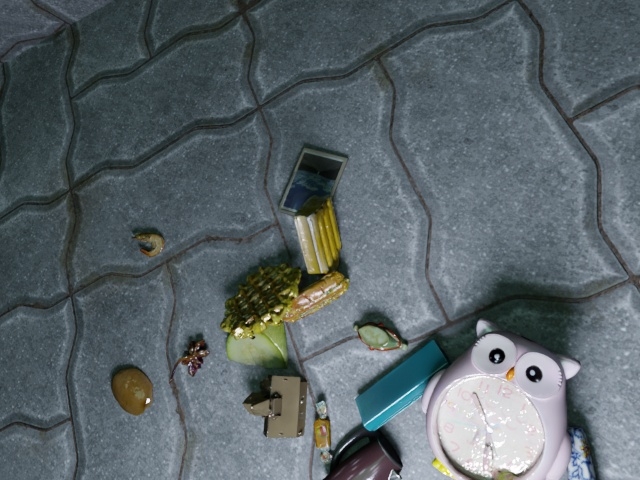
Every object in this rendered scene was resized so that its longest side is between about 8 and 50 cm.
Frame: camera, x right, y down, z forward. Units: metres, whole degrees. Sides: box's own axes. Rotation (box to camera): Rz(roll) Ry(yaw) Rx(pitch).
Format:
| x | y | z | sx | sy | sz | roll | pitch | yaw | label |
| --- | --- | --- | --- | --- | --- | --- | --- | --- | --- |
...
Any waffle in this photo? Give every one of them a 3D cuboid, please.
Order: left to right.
| x | y | z | sx | sy | sz | roll | pitch | yaw | label |
| --- | --- | --- | --- | --- | --- | --- | --- | --- | --- |
| -0.196 | 0.197 | 1.655 | 0.324 | 0.068 | 0.302 | -19 | 34 | 36 | waffle |

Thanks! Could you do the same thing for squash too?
| x | y | z | sx | sy | sz | roll | pitch | yaw | label |
| --- | --- | --- | --- | --- | --- | --- | --- | --- | --- |
| -0.202 | 0.306 | 1.740 | 0.236 | 0.155 | 0.204 | 1 | 112 | 22 | squash |

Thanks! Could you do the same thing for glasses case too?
| x | y | z | sx | sy | sz | roll | pitch | yaw | label |
| --- | --- | --- | --- | --- | --- | --- | --- | --- | --- |
| 0.243 | 0.423 | 1.462 | 0.301 | 0.070 | 0.117 | -38 | 24 | 9 | glasses case |
| 0.641 | 0.586 | 1.244 | 0.065 | 0.086 | 0.248 | -11 | 71 | 34 | glasses case |

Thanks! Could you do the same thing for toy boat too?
| x | y | z | sx | sy | sz | roll | pitch | yaw | label |
| --- | --- | --- | --- | --- | --- | --- | --- | --- | --- |
| 0.174 | 0.293 | 1.546 | 0.184 | 0.071 | 0.089 | 18 | 84 | 28 | toy boat |

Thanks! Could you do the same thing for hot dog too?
| x | y | z | sx | sy | sz | roll | pitch | yaw | label |
| --- | --- | --- | --- | --- | --- | --- | --- | --- | --- |
| -0.024 | 0.184 | 1.640 | 0.268 | 0.115 | 0.072 | -32 | 46 | 15 | hot dog |

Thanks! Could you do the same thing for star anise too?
| x | y | z | sx | sy | sz | roll | pitch | yaw | label |
| --- | --- | --- | --- | --- | --- | --- | --- | --- | --- |
| -0.468 | 0.431 | 1.792 | 0.097 | 0.070 | 0.191 | 34 | 92 | 26 | star anise |

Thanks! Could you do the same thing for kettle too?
| x | y | z | sx | sy | sz | roll | pitch | yaw | label |
| --- | --- | --- | --- | --- | --- | --- | --- | --- | --- |
| 0.115 | 0.657 | 1.444 | 0.232 | 0.144 | 0.202 | -42 | 32 | 0 | kettle |

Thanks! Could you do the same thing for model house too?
| x | y | z | sx | sy | sz | roll | pitch | yaw | label |
| --- | --- | --- | --- | --- | --- | --- | --- | --- | --- |
| -0.164 | 0.498 | 1.535 | 0.176 | 0.248 | 0.181 | -3 | 73 | 23 | model house |

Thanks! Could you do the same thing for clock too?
| x | y | z | sx | sy | sz | roll | pitch | yaw | label |
| --- | --- | --- | --- | --- | --- | --- | --- | --- | --- |
| 0.455 | 0.420 | 1.286 | 0.368 | 0.250 | 0.377 | 24 | 91 | 28 | clock |

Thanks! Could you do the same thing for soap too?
| x | y | z | sx | sy | sz | roll | pitch | yaw | label |
| --- | --- | --- | --- | --- | --- | --- | --- | --- | --- |
| 0.000 | 0.000 | 1.645 | 0.080 | 0.258 | 0.160 | 3 | 32 | 28 | soap |

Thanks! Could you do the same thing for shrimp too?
| x | y | z | sx | sy | sz | roll | pitch | yaw | label |
| --- | --- | --- | --- | --- | --- | --- | --- | --- | --- |
| -0.693 | 0.016 | 2.036 | 0.162 | 0.045 | 0.095 | 6 | 98 | 20 | shrimp |

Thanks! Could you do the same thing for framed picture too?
| x | y | z | sx | sy | sz | roll | pitch | yaw | label |
| --- | --- | --- | --- | --- | --- | --- | --- | --- | --- |
| -0.026 | -0.196 | 1.810 | 0.188 | 0.023 | 0.260 | 19 | 83 | 24 | framed picture |

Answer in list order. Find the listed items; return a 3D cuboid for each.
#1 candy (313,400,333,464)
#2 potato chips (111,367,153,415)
| x | y | z | sx | sy | sz | roll | pitch | yaw | label |
| --- | --- | --- | --- | --- | --- | --- | --- | --- | --- |
| 0.009 | 0.584 | 1.548 | 0.053 | 0.046 | 0.182 | -9 | 76 | 18 | candy |
| -0.702 | 0.552 | 1.870 | 0.201 | 0.049 | 0.150 | 35 | 96 | 22 | potato chips |
